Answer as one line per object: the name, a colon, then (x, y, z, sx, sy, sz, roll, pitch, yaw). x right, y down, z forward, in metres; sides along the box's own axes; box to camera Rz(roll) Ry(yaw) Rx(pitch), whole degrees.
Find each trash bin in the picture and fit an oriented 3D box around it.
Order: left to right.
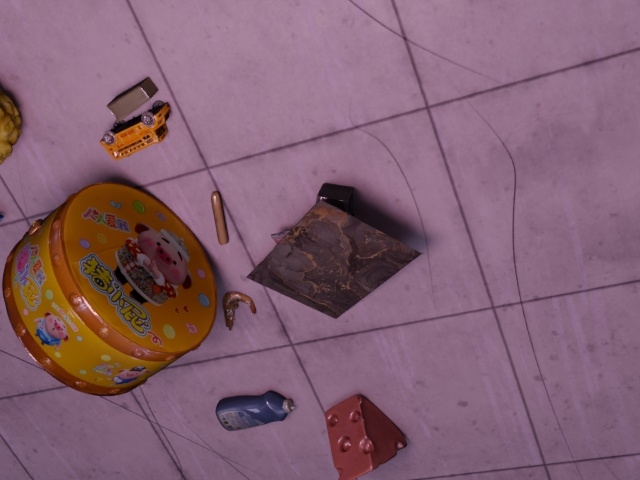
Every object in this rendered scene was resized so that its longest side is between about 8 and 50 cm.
trash bin: (-0.387, -0.293, 1.687, 0.092, 0.061, 0.043, -26, 113, 23)

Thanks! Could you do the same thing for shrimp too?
shrimp: (-0.196, 0.175, 1.962, 0.083, 0.023, 0.114, 8, 119, 4)

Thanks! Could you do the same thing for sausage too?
sausage: (-0.227, -0.049, 1.827, 0.024, 0.024, 0.132, 1, 123, 12)

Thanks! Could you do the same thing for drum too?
drum: (-0.440, 0.099, 1.736, 0.214, 0.431, 0.431, -32, 110, 28)

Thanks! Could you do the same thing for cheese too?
cheese: (0.127, 0.507, 2.027, 0.128, 0.203, 0.177, -38, 136, 28)

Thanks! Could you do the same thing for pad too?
pad: (0.018, 0.054, 1.753, 0.247, 0.007, 0.367, 26, 142, -17)

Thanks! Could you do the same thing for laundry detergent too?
laundry detergent: (-0.162, 0.437, 2.096, 0.206, 0.061, 0.097, -13, 116, 20)

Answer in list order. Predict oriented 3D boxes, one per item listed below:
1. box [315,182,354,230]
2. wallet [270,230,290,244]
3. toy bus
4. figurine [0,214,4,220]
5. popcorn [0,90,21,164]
box: (0.028, -0.072, 1.703, 0.084, 0.122, 0.069, 7, 111, 6)
wallet: (0.000, 0.000, 1.784, 0.196, 0.020, 0.103, -7, 148, 16)
toy bus: (-0.382, -0.230, 1.720, 0.162, 0.070, 0.074, -19, 116, 24)
figurine: (-0.863, -0.107, 1.876, 0.262, 0.121, 0.164, 42, 125, -12)
popcorn: (-0.779, -0.239, 1.747, 0.285, 0.174, 0.225, 4, 130, 11)
